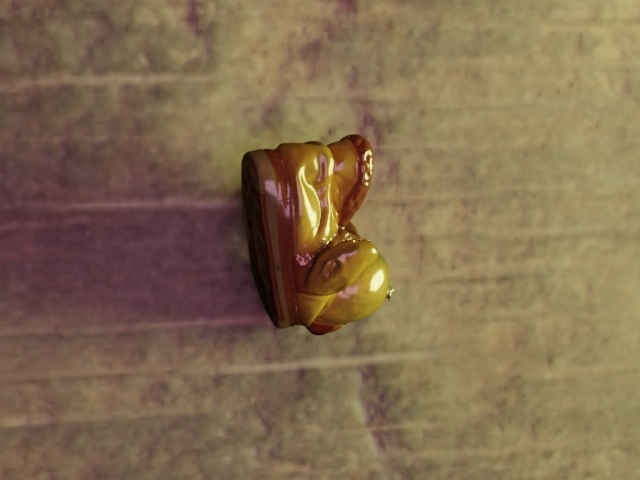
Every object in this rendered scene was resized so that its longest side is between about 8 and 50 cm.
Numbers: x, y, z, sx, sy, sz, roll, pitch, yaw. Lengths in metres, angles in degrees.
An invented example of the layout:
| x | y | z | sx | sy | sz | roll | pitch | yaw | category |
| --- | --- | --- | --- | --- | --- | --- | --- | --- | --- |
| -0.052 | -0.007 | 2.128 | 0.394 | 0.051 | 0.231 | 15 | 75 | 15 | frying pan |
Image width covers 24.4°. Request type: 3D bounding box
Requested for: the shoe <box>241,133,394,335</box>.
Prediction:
| x | y | z | sx | sy | sz | roll | pitch | yaw | category |
| --- | --- | --- | --- | --- | --- | --- | --- | --- | --- |
| 0.000 | -0.001 | 0.736 | 0.069 | 0.072 | 0.109 | -19 | 106 | -11 | shoe |
